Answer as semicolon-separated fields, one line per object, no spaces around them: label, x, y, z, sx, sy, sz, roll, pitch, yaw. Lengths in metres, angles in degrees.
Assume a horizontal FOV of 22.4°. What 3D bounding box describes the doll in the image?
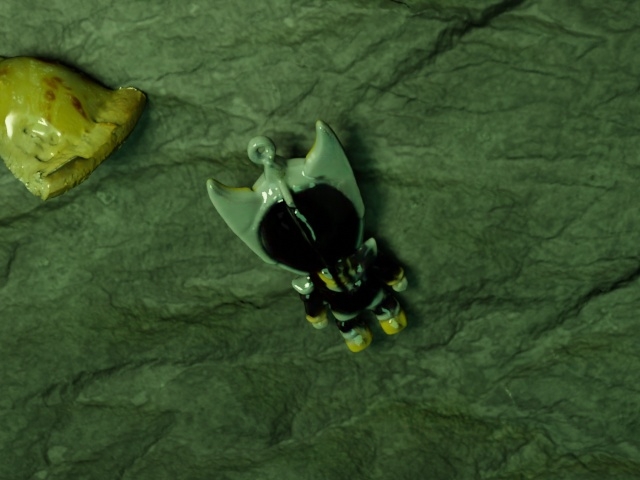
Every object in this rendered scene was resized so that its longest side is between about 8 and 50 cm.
doll;0.004;-0.003;1.847;0.146;0.103;0.316;-14;126;28

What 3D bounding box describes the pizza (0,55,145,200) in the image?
pizza;-0.302;-0.136;1.747;0.188;0.204;0.080;19;128;1
